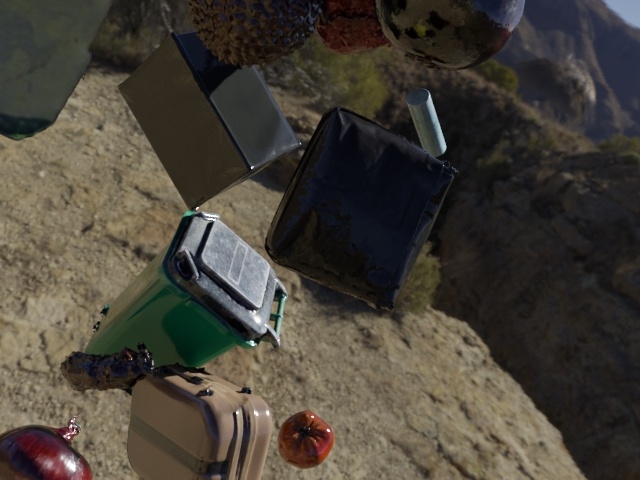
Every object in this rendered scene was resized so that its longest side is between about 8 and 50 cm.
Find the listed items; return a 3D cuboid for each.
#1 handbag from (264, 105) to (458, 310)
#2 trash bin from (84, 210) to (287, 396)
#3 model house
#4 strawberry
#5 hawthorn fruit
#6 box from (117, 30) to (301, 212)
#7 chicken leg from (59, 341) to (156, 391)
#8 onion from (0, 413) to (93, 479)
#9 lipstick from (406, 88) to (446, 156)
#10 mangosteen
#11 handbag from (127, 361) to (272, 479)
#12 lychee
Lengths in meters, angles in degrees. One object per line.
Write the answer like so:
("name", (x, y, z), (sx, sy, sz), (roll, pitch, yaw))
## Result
("handbag", (0.060, -0.040, 0.915), (0.223, 0.246, 0.080), (24, 5, -14))
("trash bin", (-0.289, 0.159, 1.371), (0.295, 0.381, 0.259), (43, 26, -21))
("model house", (-0.536, -0.361, 1.079), (0.261, 0.321, 0.266), (27, 0, -34))
("strawberry", (0.073, -0.542, 1.412), (0.274, 0.274, 0.220), (42, 23, 27))
("hawthorn fruit", (-0.035, 0.449, 1.405), (0.125, 0.140, 0.125), (9, 14, -2))
("box", (-0.257, -0.286, 1.496), (0.204, 0.251, 0.345), (-33, 94, -48))
("chicken leg", (-0.389, 0.230, 1.156), (0.234, 0.063, 0.105), (-8, 16, 18))
("onion", (-0.690, 0.550, 1.615), (0.273, 0.273, 0.285), (31, 56, 0))
("lipstick", (0.212, -0.232, 1.273), (0.048, 0.048, 0.158), (48, -5, 39))
("mangosteen", (0.237, -0.451, 1.147), (0.288, 0.288, 0.288), (27, 20, -11))
("handbag", (-0.235, 0.387, 1.167), (0.149, 0.283, 0.302), (6, 3, -44))
("lychee", (-0.110, -0.435, 1.127), (0.267, 0.267, 0.267), (27, 20, -11))
